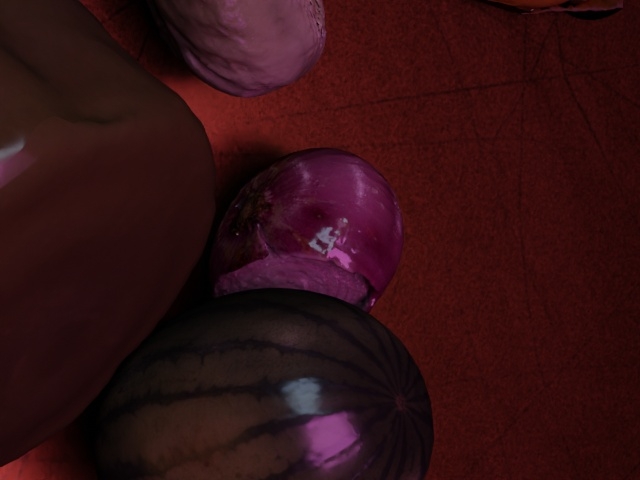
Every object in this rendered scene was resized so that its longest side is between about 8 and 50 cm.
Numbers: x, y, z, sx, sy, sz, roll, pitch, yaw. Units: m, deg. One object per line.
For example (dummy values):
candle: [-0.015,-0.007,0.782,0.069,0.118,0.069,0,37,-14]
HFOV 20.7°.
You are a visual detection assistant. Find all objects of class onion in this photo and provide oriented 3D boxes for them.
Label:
onion: [-0.012,-0.006,1.776,0.200,0.207,0.201,6,61,-12]

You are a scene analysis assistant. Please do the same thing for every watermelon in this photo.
watermelon: [-0.064,0.188,1.668,0.279,0.359,0.279,27,57,-51]

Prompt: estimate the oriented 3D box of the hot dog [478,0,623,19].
hot dog: [0.234,-0.348,1.929,0.326,0.107,0.194,-1,95,-29]

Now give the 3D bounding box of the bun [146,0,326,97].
bun: [-0.094,-0.259,1.690,0.168,0.273,0.273,-21,107,4]

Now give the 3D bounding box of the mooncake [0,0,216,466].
mooncake: [-0.322,0.001,1.485,0.467,0.262,0.467,-38,154,-22]
